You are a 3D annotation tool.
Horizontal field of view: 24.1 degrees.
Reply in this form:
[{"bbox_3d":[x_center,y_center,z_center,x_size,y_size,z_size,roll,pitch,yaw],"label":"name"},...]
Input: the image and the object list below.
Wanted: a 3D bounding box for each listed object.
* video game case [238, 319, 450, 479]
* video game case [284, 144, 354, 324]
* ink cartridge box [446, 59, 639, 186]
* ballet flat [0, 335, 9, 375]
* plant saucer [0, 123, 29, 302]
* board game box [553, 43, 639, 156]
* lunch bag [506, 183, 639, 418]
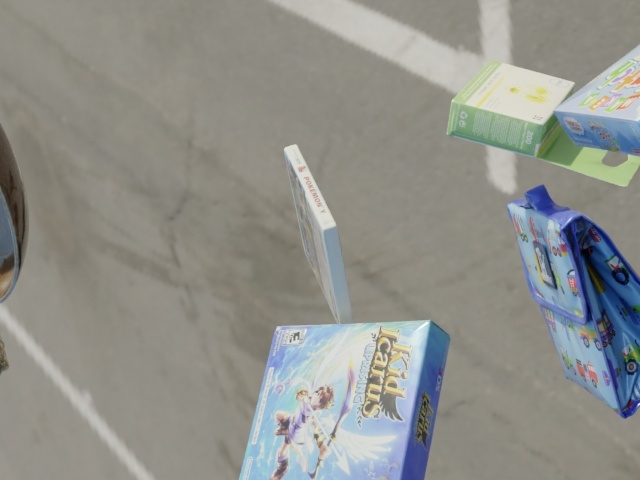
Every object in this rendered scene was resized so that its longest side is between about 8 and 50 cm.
[{"bbox_3d":[0.026,0.236,1.910,0.244,0.269,0.061,-4,151,33],"label":"video game case"},{"bbox_3d":[0.000,0.000,2.016,0.183,0.023,0.201,-115,10,-47],"label":"video game case"},{"bbox_3d":[0.297,-0.152,1.901,0.235,0.171,0.056,17,120,17],"label":"ink cartridge box"},{"bbox_3d":[-0.355,0.097,1.473,0.206,0.073,0.067,-5,60,54],"label":"ballet flat"},{"bbox_3d":[-0.348,-0.084,1.279,0.310,0.050,0.310,31,143,27],"label":"plant saucer"},{"bbox_3d":[0.278,-0.135,1.037,0.039,0.211,0.160,53,175,-13],"label":"board game box"},{"bbox_3d":[0.352,0.055,1.964,0.293,0.138,0.221,61,176,-12],"label":"lunch bag"}]
